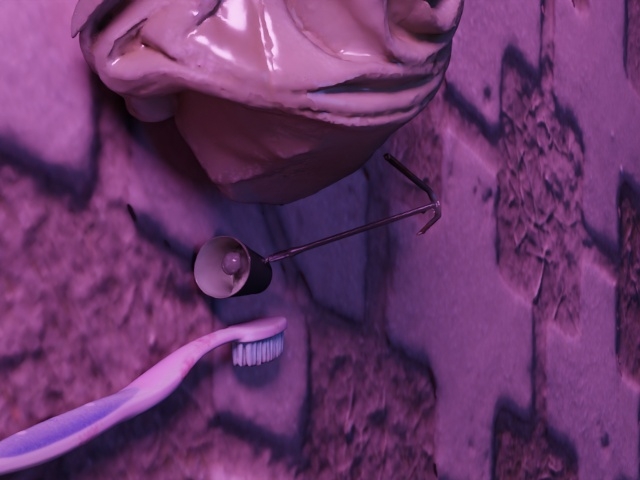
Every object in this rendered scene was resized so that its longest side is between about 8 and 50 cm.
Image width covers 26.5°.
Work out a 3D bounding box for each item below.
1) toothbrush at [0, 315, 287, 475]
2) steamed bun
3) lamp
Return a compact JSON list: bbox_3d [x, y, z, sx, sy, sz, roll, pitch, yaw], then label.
[{"bbox_3d":[-0.090,0.072,0.631,0.269,0.021,0.027,-18,100,-56],"label":"toothbrush"},{"bbox_3d":[-0.007,-0.129,0.647,0.211,0.144,0.218,12,79,-57],"label":"steamed bun"},{"bbox_3d":[-0.001,0.000,0.695,0.054,0.121,0.041,21,49,-67],"label":"lamp"}]
